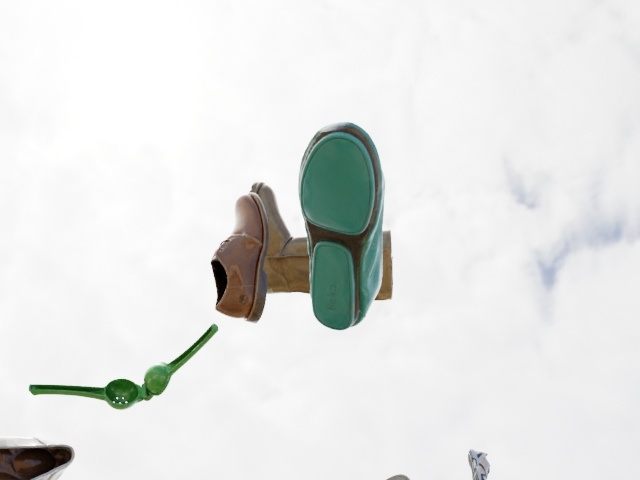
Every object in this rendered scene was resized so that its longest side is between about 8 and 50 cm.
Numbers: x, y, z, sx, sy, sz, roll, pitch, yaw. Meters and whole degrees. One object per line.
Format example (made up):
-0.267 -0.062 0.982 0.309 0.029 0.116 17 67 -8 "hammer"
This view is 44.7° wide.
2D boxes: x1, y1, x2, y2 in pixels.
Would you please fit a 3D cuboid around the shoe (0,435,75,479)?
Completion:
-0.369 0.243 0.834 0.058 0.219 0.076 -20 -108 42 "shoe"

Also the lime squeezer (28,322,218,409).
-0.297 0.215 1.257 0.310 0.059 0.110 -18 -63 1 "lime squeezer"

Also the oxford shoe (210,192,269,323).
-0.119 0.014 1.120 0.076 0.212 0.076 13 -38 -20 "oxford shoe"

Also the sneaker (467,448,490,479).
0.342 0.487 1.643 0.044 0.109 0.040 8 -51 -6 "sneaker"

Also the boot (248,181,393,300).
0.000 0.000 1.453 0.269 0.089 0.236 -2 -103 9 "boot"

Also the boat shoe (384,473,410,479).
0.119 0.566 1.600 0.075 0.065 0.206 34 -92 18 "boat shoe"

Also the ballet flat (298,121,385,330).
0.026 -0.023 0.760 0.083 0.087 0.247 15 -48 17 "ballet flat"
